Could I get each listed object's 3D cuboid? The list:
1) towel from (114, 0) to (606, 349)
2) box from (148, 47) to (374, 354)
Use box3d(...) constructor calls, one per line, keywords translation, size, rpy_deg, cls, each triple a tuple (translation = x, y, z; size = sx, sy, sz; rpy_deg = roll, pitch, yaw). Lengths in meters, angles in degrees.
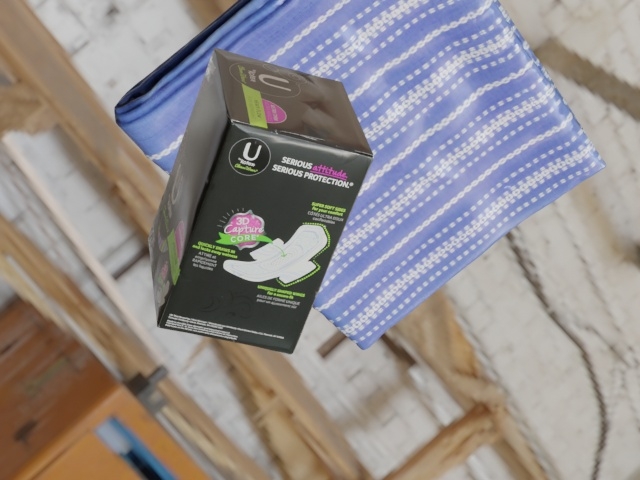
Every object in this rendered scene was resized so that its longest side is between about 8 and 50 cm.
box3d(translation=(0.043, -0.068, 0.961), size=(0.336, 0.243, 0.040), rpy_deg=(45, 9, -46), cls="towel")
box3d(translation=(-0.024, -0.014, 0.494), size=(0.052, 0.083, 0.062), rpy_deg=(13, 28, -18), cls="box")
